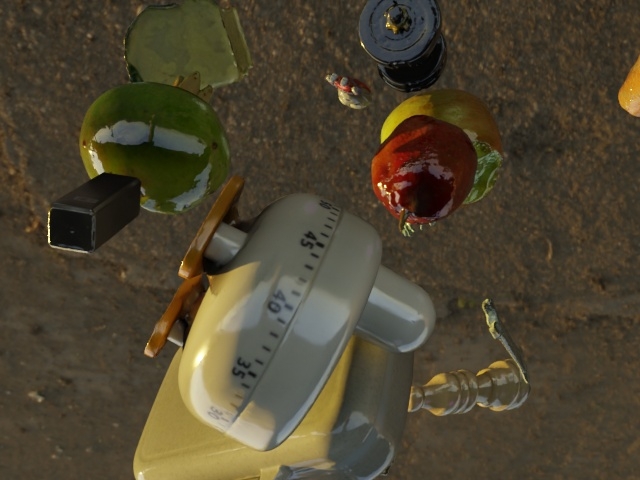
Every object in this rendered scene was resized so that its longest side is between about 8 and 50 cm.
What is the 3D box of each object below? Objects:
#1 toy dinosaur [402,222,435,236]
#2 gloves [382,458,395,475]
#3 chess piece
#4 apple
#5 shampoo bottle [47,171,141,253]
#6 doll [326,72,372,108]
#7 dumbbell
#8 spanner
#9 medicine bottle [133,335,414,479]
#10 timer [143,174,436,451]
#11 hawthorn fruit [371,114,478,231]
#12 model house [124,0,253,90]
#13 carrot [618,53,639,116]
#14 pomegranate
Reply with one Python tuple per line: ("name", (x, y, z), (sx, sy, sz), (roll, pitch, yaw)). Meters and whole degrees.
("toy dinosaur", (0.300, -0.098, 2.169), (0.129, 0.076, 0.383), (31, 158, 20))
("gloves", (-0.026, 0.355, 1.117), (0.356, 0.203, 0.155), (0, 144, -31))
("chess piece", (0.337, 0.359, 1.646), (0.307, 0.124, 0.139), (-2, 168, -23))
("apple", (0.324, -0.245, 1.885), (0.340, 0.339, 0.339), (5, 140, 5))
("shampoo bottle", (-0.378, -0.057, 1.190), (0.080, 0.246, 0.079), (10, 110, 4))
("doll", (0.086, -0.389, 1.804), (0.102, 0.075, 0.227), (28, -176, 19))
("dumbbell", (0.198, -0.462, 1.600), (0.185, 0.185, 0.388), (-3, 178, 14))
("spanner", (0.318, 0.177, 1.164), (0.017, 0.071, 0.302), (-17, 148, 19))
("medicine bottle", (-0.060, 0.193, 0.853), (0.375, 0.282, 0.123), (-22, 125, 33))
("timer", (-0.014, 0.079, 0.626), (0.240, 0.233, 0.233), (28, 137, -4))
("hawthorn fruit", (0.175, -0.111, 1.230), (0.189, 0.251, 0.189), (23, 143, 19))
("model house", (-0.359, -0.549, 1.935), (0.321, 0.266, 0.261), (-12, 112, 13))
("carrot", (0.745, -0.378, 1.481), (0.139, 0.138, 0.302), (11, 163, -2))
("pomegranate", (-0.325, -0.237, 1.429), (0.310, 0.358, 0.216), (16, 146, 5))
